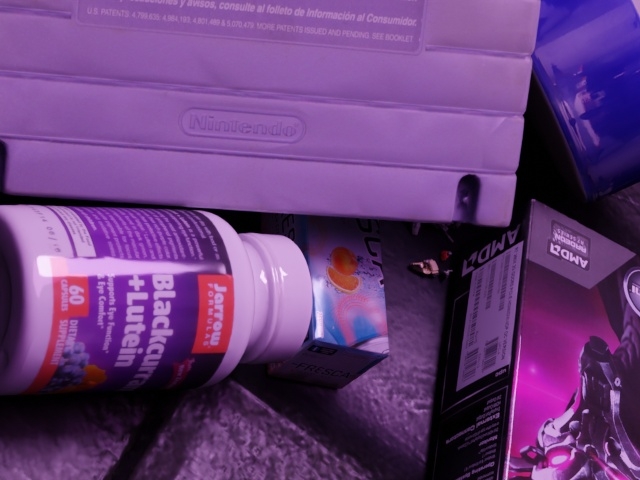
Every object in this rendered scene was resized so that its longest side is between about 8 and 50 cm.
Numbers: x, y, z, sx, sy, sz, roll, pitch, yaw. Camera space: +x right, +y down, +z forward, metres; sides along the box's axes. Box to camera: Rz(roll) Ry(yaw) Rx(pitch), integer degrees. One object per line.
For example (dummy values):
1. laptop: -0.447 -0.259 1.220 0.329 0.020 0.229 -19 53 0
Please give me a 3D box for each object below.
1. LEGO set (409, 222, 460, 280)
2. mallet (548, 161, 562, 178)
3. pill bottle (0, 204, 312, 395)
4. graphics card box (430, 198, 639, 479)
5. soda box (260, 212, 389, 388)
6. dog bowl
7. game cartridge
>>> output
1. LEGO set: 0.082 -0.014 1.263 0.054 0.023 0.083 1 64 -35
2. mallet: 0.218 -0.116 1.415 0.039 0.062 0.189 39 64 -9
3. pill bottle: -0.106 0.035 1.048 0.193 0.108 0.108 1 65 -34
4. graphics card box: 0.186 0.180 1.179 0.233 0.094 0.371 27 52 -21
5. soda box: 0.000 0.000 1.171 0.058 0.063 0.183 12 58 -28
6. dog bowl: 0.173 -0.162 1.256 0.104 0.265 0.265 -27 79 3
7. game cartridge: -0.044 -0.132 1.076 0.355 0.068 0.230 4 99 -13
